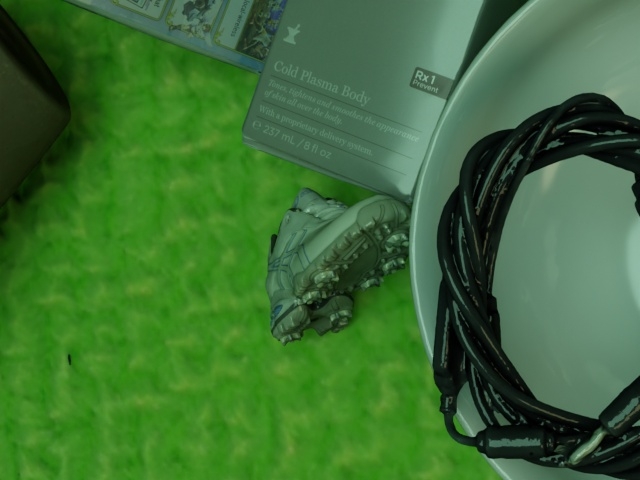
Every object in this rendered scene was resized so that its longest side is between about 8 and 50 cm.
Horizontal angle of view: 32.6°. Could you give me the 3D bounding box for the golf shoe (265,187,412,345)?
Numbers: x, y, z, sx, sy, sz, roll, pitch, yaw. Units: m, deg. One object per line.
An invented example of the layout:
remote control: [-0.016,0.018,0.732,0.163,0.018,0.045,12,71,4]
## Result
golf shoe: [0.000,0.000,0.675,0.176,0.069,0.086,-47,55,58]

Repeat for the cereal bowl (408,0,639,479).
cereal bowl: [0.227,0.007,0.584,0.339,0.141,0.338,0,91,21]

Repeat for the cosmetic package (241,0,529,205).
cosmetic package: [0.059,-0.150,0.671,0.127,0.107,0.237,22,101,23]

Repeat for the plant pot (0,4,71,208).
plant pot: [-0.306,-0.076,0.755,0.229,0.263,0.263,-36,77,1]

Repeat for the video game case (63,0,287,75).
video game case: [-0.082,-0.261,0.660,0.061,0.244,0.269,36,106,56]

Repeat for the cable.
cable: [0.130,0.022,0.523,0.151,0.047,0.184,8,92,22]
